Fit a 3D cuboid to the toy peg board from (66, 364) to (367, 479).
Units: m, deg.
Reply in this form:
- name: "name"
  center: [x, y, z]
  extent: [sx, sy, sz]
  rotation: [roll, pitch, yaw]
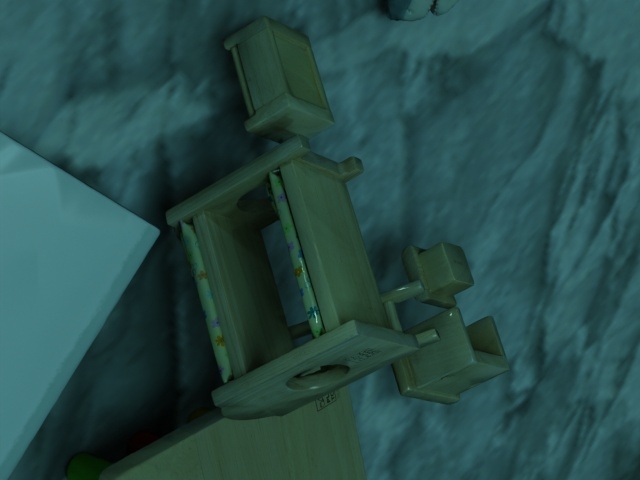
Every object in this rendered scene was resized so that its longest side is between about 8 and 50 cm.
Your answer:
- name: "toy peg board"
  center: [-0.057, 0.158, 0.888]
  extent: [0.161, 0.079, 0.161]
  rotation: [-27, 115, -37]

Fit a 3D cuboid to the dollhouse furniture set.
- name: "dollhouse furniture set"
  center: [0.000, 0.000, 0.874]
  extent: [0.161, 0.101, 0.182]
  rotation: [18, 50, -53]

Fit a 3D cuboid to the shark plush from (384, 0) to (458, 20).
- name: "shark plush"
  center: [0.061, -0.200, 0.860]
  extent: [0.067, 0.073, 0.161]
  rotation: [-5, 113, 4]

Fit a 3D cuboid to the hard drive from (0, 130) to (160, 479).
- name: "hard drive"
  center: [-0.239, 0.075, 0.776]
  extent: [0.203, 0.040, 0.307]
  rotation: [33, 87, -31]
